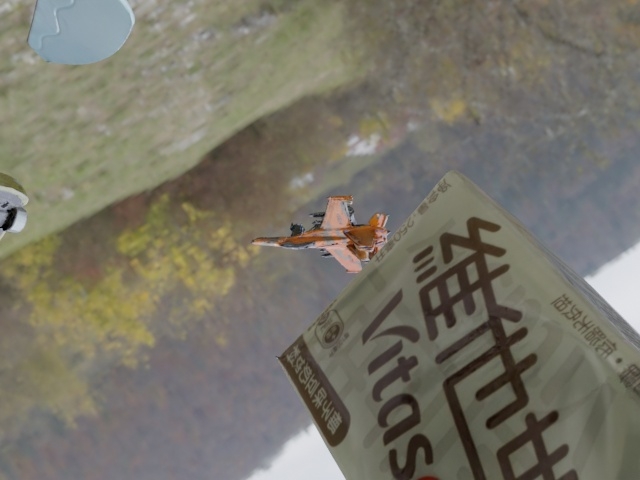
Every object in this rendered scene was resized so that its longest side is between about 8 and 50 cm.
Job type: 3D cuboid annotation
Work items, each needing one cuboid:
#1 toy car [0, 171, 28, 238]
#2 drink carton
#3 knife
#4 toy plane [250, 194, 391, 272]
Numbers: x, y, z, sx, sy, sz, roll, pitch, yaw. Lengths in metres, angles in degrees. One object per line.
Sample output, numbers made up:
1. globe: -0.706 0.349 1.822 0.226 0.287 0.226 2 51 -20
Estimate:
1. toy car: -0.463 -0.008 1.483 0.101 0.124 0.256 10 130 -46
2. drink carton: 0.117 0.114 0.756 0.194 0.132 0.324 -50 -147 9
3. knife: -0.146 -0.161 0.747 0.044 0.080 0.331 -57 -176 -18
4. toy plane: 0.003 -0.008 1.570 0.188 0.135 0.062 5 -137 24
